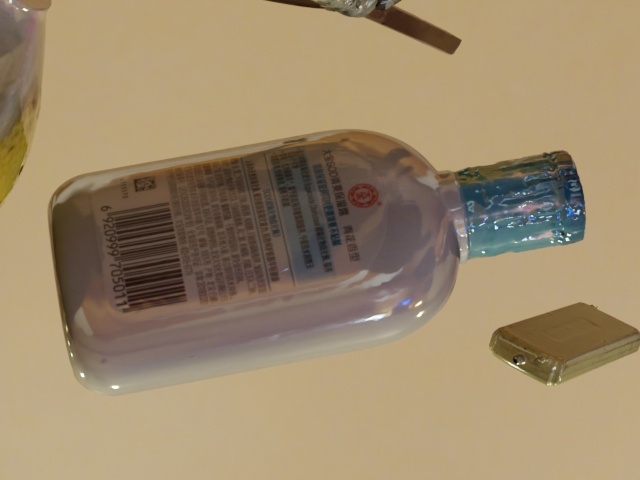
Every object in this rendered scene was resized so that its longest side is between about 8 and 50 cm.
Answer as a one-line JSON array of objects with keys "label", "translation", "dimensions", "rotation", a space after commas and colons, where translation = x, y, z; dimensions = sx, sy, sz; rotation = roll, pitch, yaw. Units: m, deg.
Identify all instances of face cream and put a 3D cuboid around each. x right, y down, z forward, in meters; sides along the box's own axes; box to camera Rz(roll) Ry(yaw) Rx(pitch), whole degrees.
[{"label": "face cream", "translation": [0.000, 0.000, 1.128], "dimensions": [0.336, 0.080, 0.163], "rotation": [-11, -126, -6]}]

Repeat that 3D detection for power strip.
[{"label": "power strip", "translation": [0.214, 0.091, 1.557], "dimensions": [0.076, 0.028, 0.169], "rotation": [29, -155, 32]}]

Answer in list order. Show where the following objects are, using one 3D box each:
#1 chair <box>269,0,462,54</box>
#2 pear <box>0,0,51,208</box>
[{"label": "chair", "translation": [-0.011, -0.216, 1.070], "dimensions": [0.186, 0.160, 0.319], "rotation": [23, -173, 24]}, {"label": "pear", "translation": [-0.294, -0.102, 1.054], "dimensions": [0.271, 0.271, 0.271], "rotation": [2, -164, -1]}]
